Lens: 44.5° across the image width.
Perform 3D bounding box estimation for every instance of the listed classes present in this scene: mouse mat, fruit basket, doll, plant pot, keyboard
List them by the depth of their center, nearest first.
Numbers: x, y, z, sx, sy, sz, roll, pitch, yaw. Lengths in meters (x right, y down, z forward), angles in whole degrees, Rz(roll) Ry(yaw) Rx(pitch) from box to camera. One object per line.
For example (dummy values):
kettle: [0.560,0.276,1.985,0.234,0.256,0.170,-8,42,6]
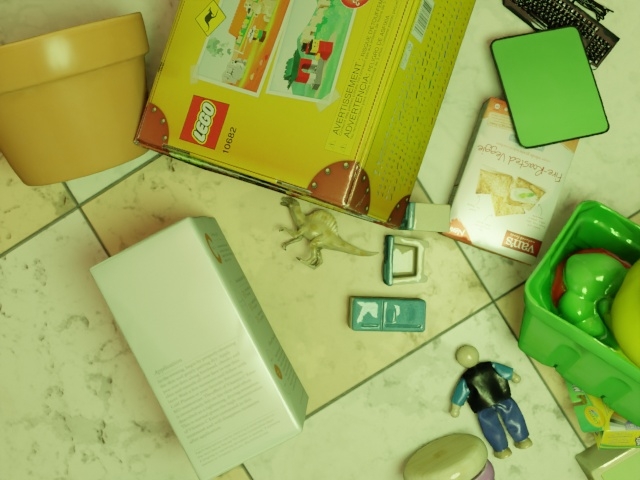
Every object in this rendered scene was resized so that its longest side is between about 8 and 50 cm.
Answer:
fruit basket: [0.475,0.096,1.057,0.392,0.392,0.283,44,56,0]
plant pot: [-0.380,-0.207,1.172,0.291,0.291,0.203,-14,107,2]
mouse mat: [0.359,-0.242,1.226,0.153,0.007,0.189,-12,79,-6]
keyboard: [0.396,-0.368,1.258,0.192,0.038,0.100,36,92,-1]
doll: [0.271,0.259,1.272,0.129,0.046,0.189,-25,91,1]

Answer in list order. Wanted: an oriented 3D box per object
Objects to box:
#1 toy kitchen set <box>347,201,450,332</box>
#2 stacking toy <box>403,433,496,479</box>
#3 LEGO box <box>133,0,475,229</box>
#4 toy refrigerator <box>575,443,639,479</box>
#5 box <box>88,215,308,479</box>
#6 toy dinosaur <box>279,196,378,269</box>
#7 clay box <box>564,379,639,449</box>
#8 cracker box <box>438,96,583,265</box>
toy kitchen set: [0.117,0.045,1.203,0.122,0.166,0.207,2,92,-7]
stacking toy: [0.256,0.483,1.243,0.141,0.141,0.330,-24,96,2]
LEGO box: [-0.003,-0.311,1.121,0.373,0.193,0.500,20,92,28]
toy refrigerator: [0.531,0.447,1.248,0.102,0.094,0.269,-31,91,1]
box: [-0.172,0.151,1.194,0.168,0.215,0.345,-27,90,2]
toy dinosaur: [0.000,0.000,1.268,0.183,0.053,0.092,34,91,0]
clay box: [0.503,0.260,1.227,0.222,0.127,0.053,-3,129,2]
cracker box: [0.301,-0.093,1.252,0.156,0.067,0.232,19,92,1]
